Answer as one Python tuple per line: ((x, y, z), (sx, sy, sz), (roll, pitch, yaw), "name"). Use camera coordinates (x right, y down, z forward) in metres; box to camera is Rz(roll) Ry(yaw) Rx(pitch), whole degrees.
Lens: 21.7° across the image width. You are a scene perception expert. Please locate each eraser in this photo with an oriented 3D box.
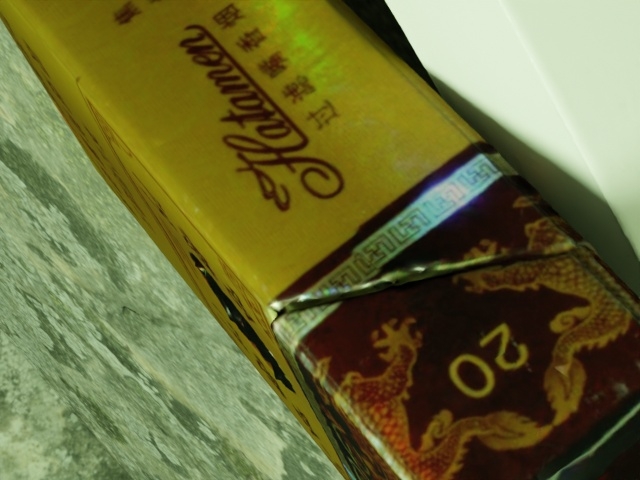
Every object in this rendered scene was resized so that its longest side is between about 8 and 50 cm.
((0.122, -0.031, 0.682), (0.076, 0.078, 0.298), (16, 145, 55), "eraser")

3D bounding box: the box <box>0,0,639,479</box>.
((0.001, 0.000, 0.773), (0.415, 0.116, 0.264), (49, 170, 28), "box")
